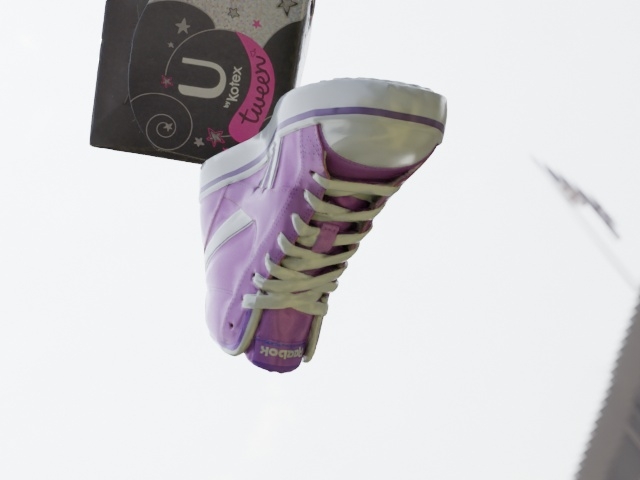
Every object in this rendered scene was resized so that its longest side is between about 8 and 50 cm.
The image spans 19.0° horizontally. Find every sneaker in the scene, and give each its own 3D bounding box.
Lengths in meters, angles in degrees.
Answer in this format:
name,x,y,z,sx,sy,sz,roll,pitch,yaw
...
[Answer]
name,x,y,z,sx,sy,sz,roll,pitch,yaw
sneaker,0.001,0.000,1.230,0.102,0.161,0.282,8,-18,-21

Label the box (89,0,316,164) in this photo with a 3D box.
name,x,y,z,sx,sy,sz,roll,pitch,yaw
box,-0.086,-0.194,1.533,0.163,0.142,0.247,10,-70,-1
